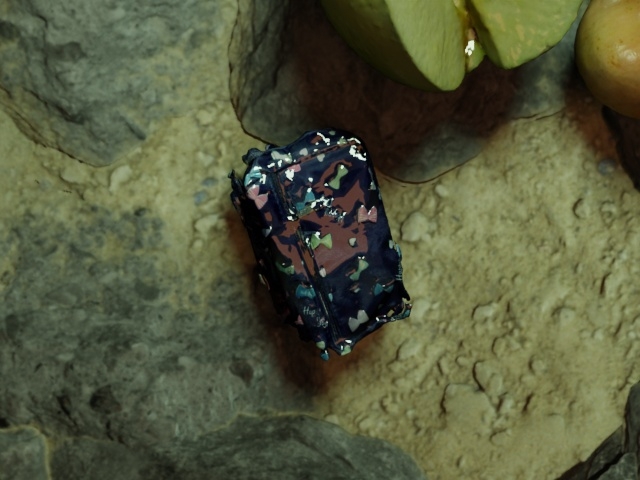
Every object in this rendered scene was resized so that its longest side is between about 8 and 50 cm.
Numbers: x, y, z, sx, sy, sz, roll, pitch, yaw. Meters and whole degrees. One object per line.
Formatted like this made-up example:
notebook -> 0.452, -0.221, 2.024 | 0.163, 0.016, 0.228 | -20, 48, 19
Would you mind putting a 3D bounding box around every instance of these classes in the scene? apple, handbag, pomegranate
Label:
apple -> 0.125, -0.310, 1.221 | 0.295, 0.233, 0.258 | -28, 119, -14
handbag -> 0.000, 0.000, 1.321 | 0.162, 0.113, 0.260 | -23, 103, -11
pomegranate -> 0.386, -0.231, 1.307 | 0.191, 0.191, 0.191 | -2, 101, -9
